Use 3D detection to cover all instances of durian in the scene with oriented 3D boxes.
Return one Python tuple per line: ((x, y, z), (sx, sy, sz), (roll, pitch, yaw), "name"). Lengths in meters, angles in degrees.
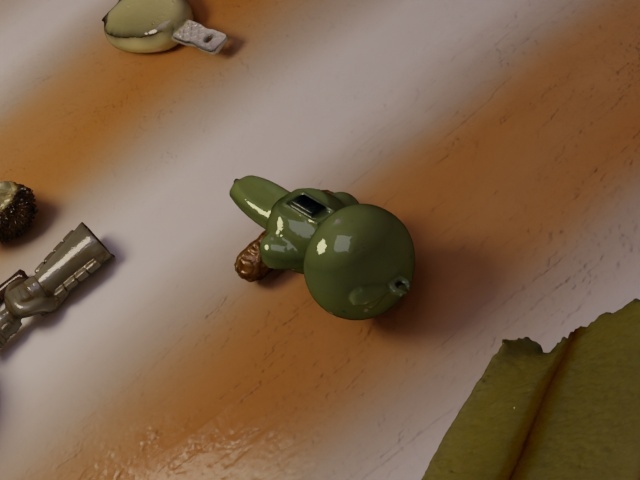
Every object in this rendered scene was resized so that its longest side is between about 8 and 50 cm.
((-0.445, -0.040, 2.111), (0.140, 0.071, 0.110), (-20, 40, 39), "durian")

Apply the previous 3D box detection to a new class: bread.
((-0.040, -0.006, 1.813), (0.157, 0.044, 0.052), (-39, 18, 1), "bread")
((0.208, 0.178, 1.350), (0.233, 0.245, 0.362), (-15, 52, 26), "bread")

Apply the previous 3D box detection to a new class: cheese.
((-0.222, -0.318, 2.201), (0.251, 0.054, 0.127), (27, 73, 44), "cheese")

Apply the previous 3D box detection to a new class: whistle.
((0.004, 0.009, 1.715), (0.141, 0.141, 0.294), (-52, 37, -13), "whistle")

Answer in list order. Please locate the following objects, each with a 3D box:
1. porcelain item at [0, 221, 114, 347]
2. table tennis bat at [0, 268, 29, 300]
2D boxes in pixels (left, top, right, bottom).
((-0.377, 0.070, 1.982), (0.213, 0.054, 0.084), (-43, 40, -5), "porcelain item")
((-0.502, 0.069, 2.025), (0.170, 0.119, 0.107), (-36, 43, 7), "table tennis bat")
